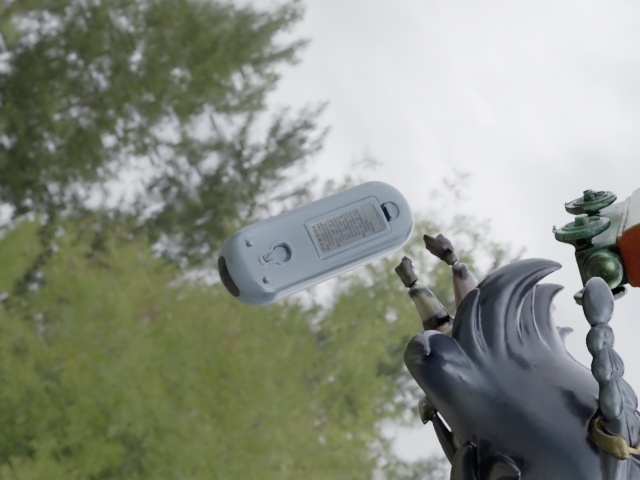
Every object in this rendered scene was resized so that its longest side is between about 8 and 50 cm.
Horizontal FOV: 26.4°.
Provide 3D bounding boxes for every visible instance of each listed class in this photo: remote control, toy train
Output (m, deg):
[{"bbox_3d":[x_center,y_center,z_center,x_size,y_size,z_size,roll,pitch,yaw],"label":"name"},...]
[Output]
[{"bbox_3d":[0.000,0.000,1.478,0.047,0.244,0.087,-30,-97,60],"label":"remote control"},{"bbox_3d":[0.385,-0.006,1.656,0.285,0.177,0.116,-39,113,-70],"label":"toy train"}]

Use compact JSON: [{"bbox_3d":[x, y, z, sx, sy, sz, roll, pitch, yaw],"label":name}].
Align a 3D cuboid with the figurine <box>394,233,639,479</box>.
[{"bbox_3d":[0.158,0.127,1.056,0.265,0.175,0.197,63,-7,-17],"label":"figurine"}]
